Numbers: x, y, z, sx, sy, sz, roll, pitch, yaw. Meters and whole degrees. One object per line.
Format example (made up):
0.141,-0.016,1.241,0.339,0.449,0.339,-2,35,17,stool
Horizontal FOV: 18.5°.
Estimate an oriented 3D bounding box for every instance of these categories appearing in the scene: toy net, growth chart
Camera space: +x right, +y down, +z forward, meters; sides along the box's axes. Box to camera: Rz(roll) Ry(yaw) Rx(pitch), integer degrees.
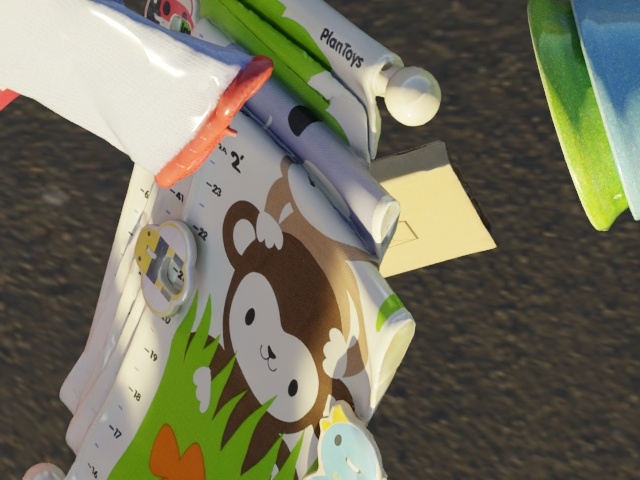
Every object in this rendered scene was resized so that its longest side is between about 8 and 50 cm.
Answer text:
0.113,0.042,0.546,0.045,0.122,0.232,-16,77,11,toy net
-0.030,0.029,0.598,0.021,0.172,0.237,0,113,-39,growth chart

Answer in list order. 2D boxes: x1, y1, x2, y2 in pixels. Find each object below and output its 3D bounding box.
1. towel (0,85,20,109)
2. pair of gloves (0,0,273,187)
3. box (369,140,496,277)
-0.234,-0.076,0.716,0.199,0.031,0.275,-35,150,17,towel
-0.053,-0.083,0.342,0.159,0.198,0.023,32,55,-14,pair of gloves
0.000,0.000,1.230,0.201,0.164,0.021,-17,69,10,box
